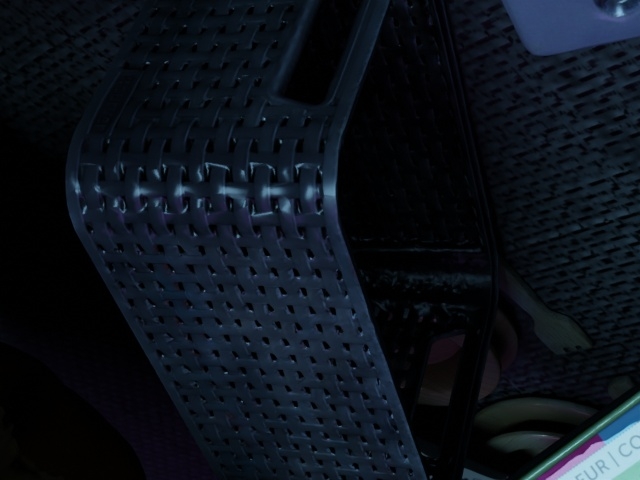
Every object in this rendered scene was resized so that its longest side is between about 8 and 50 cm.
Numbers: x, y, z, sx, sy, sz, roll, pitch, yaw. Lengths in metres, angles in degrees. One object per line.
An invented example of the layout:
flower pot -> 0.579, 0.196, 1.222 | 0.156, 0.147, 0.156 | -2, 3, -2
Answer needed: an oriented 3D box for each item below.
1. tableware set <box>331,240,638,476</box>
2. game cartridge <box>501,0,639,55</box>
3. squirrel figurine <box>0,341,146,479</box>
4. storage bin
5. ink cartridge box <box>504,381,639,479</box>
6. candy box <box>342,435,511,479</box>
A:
tableware set -> 0.077, 0.082, 0.567 | 0.128, 0.039, 0.194 | -21, 130, 41
game cartridge -> 0.162, -0.155, 0.203 | 0.355, 0.068, 0.230 | -8, 142, 31
squirrel figurine -> -0.158, 0.097, 0.432 | 0.281, 0.371, 0.397 | -18, -174, -12
storage bin -> 0.000, 0.000, 0.413 | 0.084, 0.122, 0.180 | 1, 138, 21
ink cartridge box -> 0.106, 0.091, 0.417 | 0.109, 0.062, 0.209 | -39, 166, 16
candy box -> 0.050, 0.175, 0.643 | 0.159, 0.071, 0.233 | 24, 154, -8
